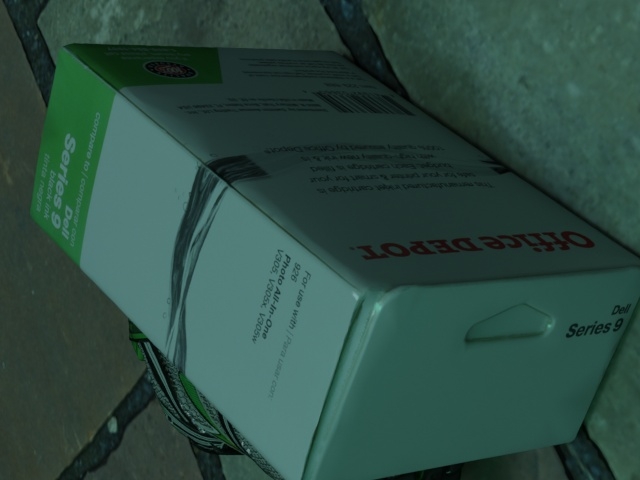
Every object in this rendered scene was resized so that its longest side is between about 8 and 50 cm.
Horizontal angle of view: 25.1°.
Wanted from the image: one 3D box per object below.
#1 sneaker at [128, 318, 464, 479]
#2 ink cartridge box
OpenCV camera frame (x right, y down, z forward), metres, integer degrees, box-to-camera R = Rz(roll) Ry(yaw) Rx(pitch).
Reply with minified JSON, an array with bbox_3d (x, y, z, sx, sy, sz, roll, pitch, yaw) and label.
[{"bbox_3d":[-0.023,0.092,0.929,0.343,0.134,0.146,45,133,50],"label":"sneaker"},{"bbox_3d":[0.000,0.000,0.804,0.289,0.211,0.121,40,122,42],"label":"ink cartridge box"}]
